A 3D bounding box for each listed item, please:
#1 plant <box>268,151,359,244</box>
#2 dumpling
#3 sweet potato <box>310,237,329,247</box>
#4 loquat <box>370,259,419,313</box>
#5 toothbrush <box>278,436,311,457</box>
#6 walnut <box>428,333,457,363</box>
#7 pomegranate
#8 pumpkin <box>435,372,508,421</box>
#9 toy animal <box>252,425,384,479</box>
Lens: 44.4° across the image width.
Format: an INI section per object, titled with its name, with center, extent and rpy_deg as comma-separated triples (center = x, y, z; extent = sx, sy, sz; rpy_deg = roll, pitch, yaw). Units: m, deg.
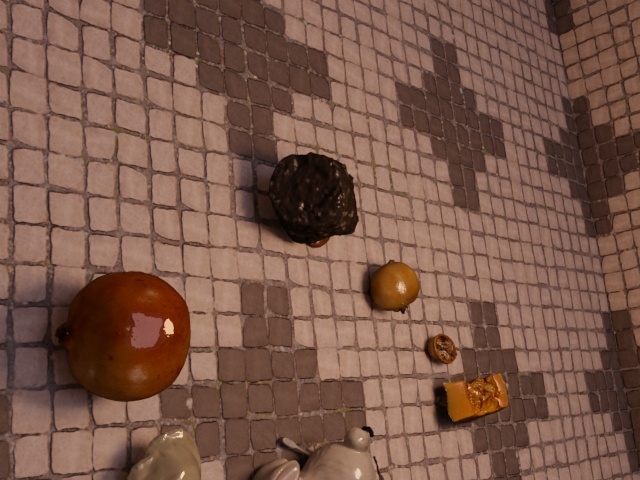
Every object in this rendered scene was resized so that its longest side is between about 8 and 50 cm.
[plant]
center = -0.007, -0.104, 2.098
extent = 0.312, 0.213, 0.215
rpy_deg = 44, 36, -78
[dumpling]
center = -0.324, 0.508, 1.600
extent = 0.162, 0.132, 0.250
rpy_deg = 25, 75, -48
[sweet potato]
center = 0.000, 0.000, 2.184
extent = 0.095, 0.034, 0.034
rpy_deg = -22, 93, -45
[loquat]
center = 0.216, 0.137, 2.286
extent = 0.163, 0.137, 0.163
rpy_deg = 38, 44, -50
[toothbrush]
center = -0.009, 0.559, 1.991
extent = 0.275, 0.025, 0.019
rpy_deg = 39, 57, -33
[walnut]
center = 0.372, 0.340, 2.439
extent = 0.121, 0.052, 0.091
rpy_deg = 30, 55, -39
[pomegranate]
center = -0.392, 0.191, 1.562
extent = 0.264, 0.264, 0.264
rpy_deg = 18, 64, -41
[pumpkin]
center = 0.456, 0.496, 2.433
extent = 0.247, 0.126, 0.131
rpy_deg = -1, 71, -29
[toy animal]
center = -0.027, 0.594, 1.844
extent = 0.357, 0.193, 0.258
rpy_deg = -8, 95, -37
